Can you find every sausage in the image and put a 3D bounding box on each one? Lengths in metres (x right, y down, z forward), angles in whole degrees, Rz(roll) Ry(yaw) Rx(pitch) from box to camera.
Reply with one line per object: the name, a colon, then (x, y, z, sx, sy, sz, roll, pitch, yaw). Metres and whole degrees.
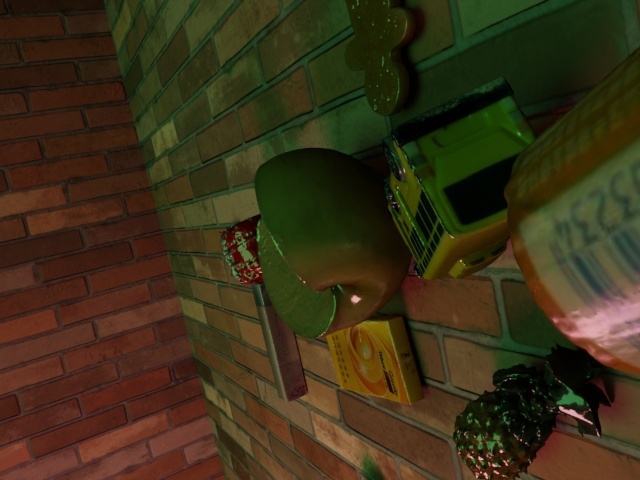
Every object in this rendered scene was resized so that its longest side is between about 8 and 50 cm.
sausage: (0.290, -0.051, 0.342, 0.233, 0.232, 0.287, 65, 152, 18)

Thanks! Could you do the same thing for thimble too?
thimble: (-0.107, 0.011, 1.179, 0.163, 0.189, 0.125, -29, 80, 37)

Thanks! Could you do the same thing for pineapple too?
pineapple: (0.261, 0.213, 0.684, 0.111, 0.119, 0.237, -69, 1, -46)

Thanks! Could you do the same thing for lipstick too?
lipstick: (-0.107, 0.255, 1.434, 0.068, 0.066, 0.318, -1, 104, 62)

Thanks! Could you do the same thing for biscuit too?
biscuit: (0.087, -0.306, 0.803, 0.165, 0.036, 0.250, -10, 91, 64)

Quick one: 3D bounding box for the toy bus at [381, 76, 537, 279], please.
toy bus: (0.152, -0.045, 0.616, 0.262, 0.127, 0.150, 67, 178, -75)

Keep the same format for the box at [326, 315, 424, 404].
box: (0.092, 0.222, 1.061, 0.269, 0.043, 0.153, -16, 90, 63)

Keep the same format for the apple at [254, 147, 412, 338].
apple: (0.019, -0.008, 0.876, 0.295, 0.233, 0.258, 90, 164, -49)
